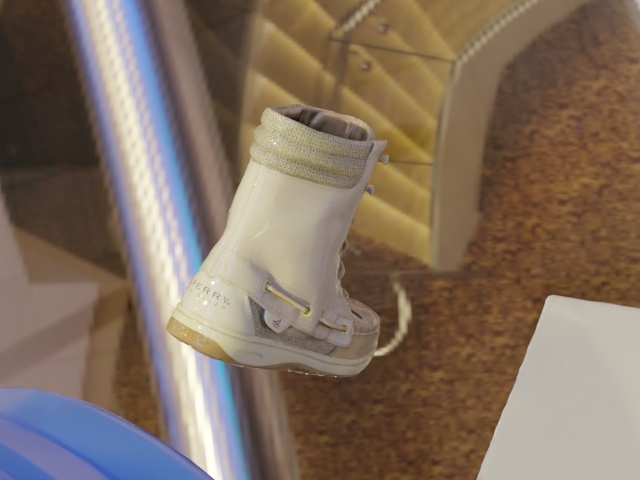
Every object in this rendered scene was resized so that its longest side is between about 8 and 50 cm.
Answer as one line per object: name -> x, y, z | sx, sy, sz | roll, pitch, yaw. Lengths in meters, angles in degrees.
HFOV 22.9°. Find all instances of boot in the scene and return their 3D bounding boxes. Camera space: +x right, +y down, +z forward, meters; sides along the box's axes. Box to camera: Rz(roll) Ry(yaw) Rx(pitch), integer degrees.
boot -> 0.000, 0.000, 1.021 | 0.077, 0.213, 0.165 | 26, 98, 29

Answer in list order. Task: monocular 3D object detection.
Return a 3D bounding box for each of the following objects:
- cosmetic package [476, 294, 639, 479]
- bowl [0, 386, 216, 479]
cosmetic package -> 0.202, 0.132, 0.508 | 0.296, 0.129, 0.153 | 8, 129, 21
bowl -> -0.057, 0.224, 0.491 | 0.391, 0.077, 0.391 | 29, 131, 39
